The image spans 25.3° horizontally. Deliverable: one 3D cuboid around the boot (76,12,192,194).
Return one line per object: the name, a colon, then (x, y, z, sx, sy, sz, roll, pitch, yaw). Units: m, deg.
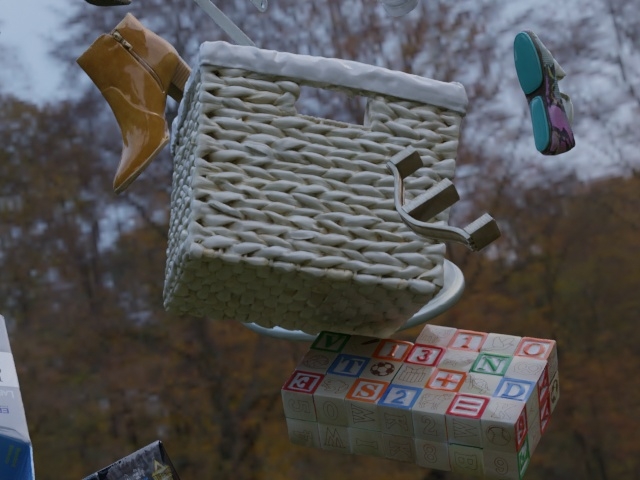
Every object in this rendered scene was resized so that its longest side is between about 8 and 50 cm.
boot: (-0.350, -0.244, 2.512, 0.211, 0.295, 0.104, 38, -29, -13)

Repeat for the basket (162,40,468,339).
basket: (-0.024, -0.045, 1.756, 0.328, 0.266, 0.331, 9, -16, -10)

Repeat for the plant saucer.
plant saucer: (0.046, 0.056, 2.462, 0.400, 0.101, 0.400, -6, 19, 2)

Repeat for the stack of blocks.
stack of blocks: (0.124, 0.185, 1.738, 0.297, 0.087, 0.171, 6, 33, 24)

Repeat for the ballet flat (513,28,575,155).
ballet flat: (0.385, -0.251, 2.418, 0.079, 0.221, 0.077, -7, -11, -27)

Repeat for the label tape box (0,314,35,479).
label tape box: (-0.482, 0.294, 1.917, 0.115, 0.348, 0.249, 8, -60, -24)

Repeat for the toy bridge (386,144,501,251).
toy bridge: (0.111, -0.038, 1.468, 0.063, 0.188, 0.026, -34, -53, -6)

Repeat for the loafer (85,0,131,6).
loafer: (-0.304, -0.348, 1.908, 0.056, 0.050, 0.148, 3, -4, 29)

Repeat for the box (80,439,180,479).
box: (-0.188, 0.320, 1.555, 0.051, 0.175, 0.220, -28, -5, 10)

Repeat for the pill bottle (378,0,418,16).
pill bottle: (0.088, -0.349, 1.851, 0.065, 0.065, 0.116, -14, -44, 14)

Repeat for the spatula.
spatula: (-0.117, -0.342, 1.723, 0.019, 0.168, 0.242, 10, -18, 36)
